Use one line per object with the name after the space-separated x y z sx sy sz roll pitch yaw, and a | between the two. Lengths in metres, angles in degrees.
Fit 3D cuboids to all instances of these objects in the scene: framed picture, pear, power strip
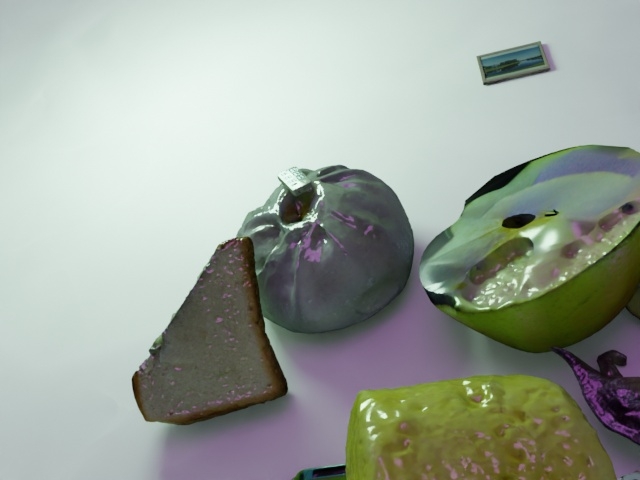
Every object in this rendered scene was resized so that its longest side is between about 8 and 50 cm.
0.433 -0.400 1.764 0.149 0.011 0.109 -12 45 11 | framed picture
0.364 0.031 1.237 0.398 0.165 0.399 -28 23 13 | pear
-0.045 -0.106 1.396 0.040 0.016 0.090 -27 34 -12 | power strip

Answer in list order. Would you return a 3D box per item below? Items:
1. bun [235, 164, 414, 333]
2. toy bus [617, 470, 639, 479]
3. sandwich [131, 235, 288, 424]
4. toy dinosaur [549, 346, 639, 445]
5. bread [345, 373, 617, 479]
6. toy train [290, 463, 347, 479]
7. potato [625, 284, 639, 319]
0.005 0.001 1.417 0.354 0.194 0.355 -12 45 13 | bun
0.406 0.384 0.974 0.089 0.087 0.194 -12 44 16 | toy bus
-0.202 0.156 1.312 0.254 0.099 0.289 -12 88 8 | sandwich
0.460 0.229 1.077 0.162 0.077 0.294 -21 38 -33 | toy dinosaur
0.188 0.327 0.938 0.307 0.348 0.348 -13 45 3 | bread
0.035 0.357 1.171 0.209 0.044 0.042 -10 46 12 | toy train
0.565 0.088 1.225 0.149 0.081 0.120 -11 4 44 | potato
